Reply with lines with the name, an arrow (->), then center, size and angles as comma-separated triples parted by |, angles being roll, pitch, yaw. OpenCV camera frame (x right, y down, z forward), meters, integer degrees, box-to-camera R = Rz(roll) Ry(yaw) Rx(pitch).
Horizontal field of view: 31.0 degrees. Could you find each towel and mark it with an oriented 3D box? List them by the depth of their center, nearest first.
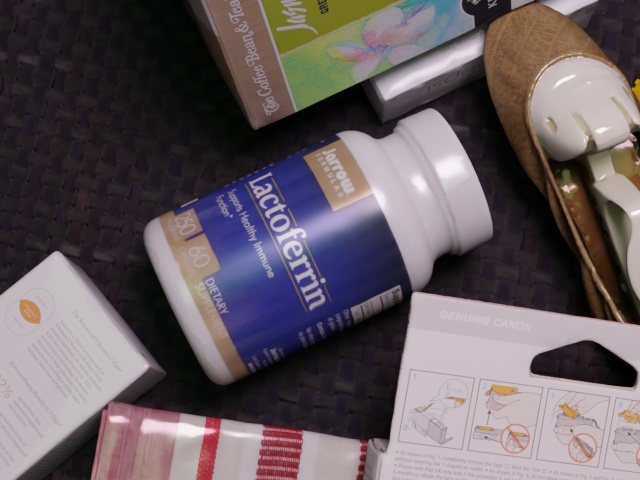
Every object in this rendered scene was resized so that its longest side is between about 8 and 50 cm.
towel -> -0.032, 0.271, 0.931 | 0.329, 0.037, 0.237 | 11, 80, -11

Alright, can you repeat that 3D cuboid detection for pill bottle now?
pill bottle -> 0.000, 0.000, 0.963 | 0.265, 0.153, 0.153 | -26, 79, -4

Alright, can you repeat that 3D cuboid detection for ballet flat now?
ballet flat -> 0.235, -0.043, 0.943 | 0.116, 0.124, 0.342 | -20, 92, -1

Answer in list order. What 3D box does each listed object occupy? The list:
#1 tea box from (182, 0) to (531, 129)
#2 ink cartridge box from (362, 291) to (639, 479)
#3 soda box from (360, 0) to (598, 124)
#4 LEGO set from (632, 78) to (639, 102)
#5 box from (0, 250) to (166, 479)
tea box -> 0.001, -0.328, 0.954 | 0.324, 0.220, 0.329 | -27, 60, -3
ink cartridge box -> 0.185, 0.187, 0.913 | 0.296, 0.066, 0.261 | 9, 90, -9
soda box -> 0.137, -0.188, 1.037 | 0.216, 0.074, 0.069 | -26, 79, -4
LEGO set -> 0.315, -0.126, 0.999 | 0.093, 0.087, 0.227 | 39, 126, 21
box -> -0.240, 0.117, 0.976 | 0.170, 0.091, 0.130 | -39, 80, -6
